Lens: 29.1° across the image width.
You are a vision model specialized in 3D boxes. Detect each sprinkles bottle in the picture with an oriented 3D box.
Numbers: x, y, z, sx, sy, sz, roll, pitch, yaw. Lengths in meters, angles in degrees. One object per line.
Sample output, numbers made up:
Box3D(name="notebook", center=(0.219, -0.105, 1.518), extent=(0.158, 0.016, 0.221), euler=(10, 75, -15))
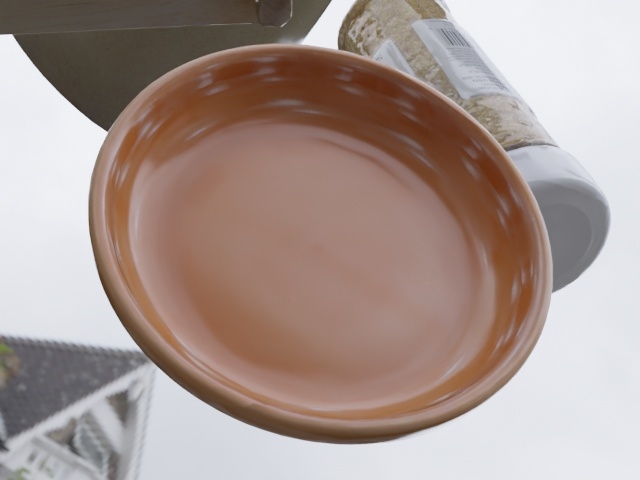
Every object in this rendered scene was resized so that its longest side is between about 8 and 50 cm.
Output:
Box3D(name="sprinkles bottle", center=(0.120, -0.100, 1.070), extent=(0.121, 0.355, 0.121), euler=(-10, -51, -13))

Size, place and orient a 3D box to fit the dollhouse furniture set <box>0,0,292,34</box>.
Box3D(name="dollhouse furniture set", center=(-0.151, -0.317, 0.625), extent=(0.256, 0.362, 0.394), euler=(-4, -58, -7))

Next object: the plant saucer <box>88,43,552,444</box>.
Box3D(name="plant saucer", center=(0.000, 0.000, 0.529), extent=(0.200, 0.200, 0.037), euler=(27, -38, 2))

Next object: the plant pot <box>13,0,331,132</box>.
Box3D(name="plant pot", center=(-0.077, -0.245, 0.970), extent=(0.274, 0.256, 0.256), euler=(-37, -69, 25))
